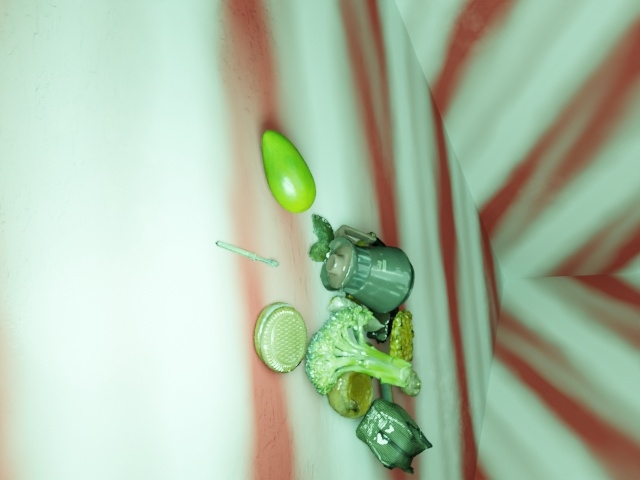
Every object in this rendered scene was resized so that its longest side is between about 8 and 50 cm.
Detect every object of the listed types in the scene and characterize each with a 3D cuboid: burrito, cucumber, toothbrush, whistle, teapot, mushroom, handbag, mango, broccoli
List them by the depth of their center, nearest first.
[{"bbox_3d":[-0.258,0.052,1.512,0.294,0.028,0.026,23,65,-43],"label":"toothbrush"},{"bbox_3d":[-0.132,-0.263,1.620,0.343,0.156,0.192,63,33,-18],"label":"mango"},{"bbox_3d":[0.116,0.476,1.626,0.397,0.353,0.275,49,10,26],"label":"broccoli"},{"bbox_3d":[0.190,0.111,1.823,0.362,0.305,0.376,20,46,-30],"label":"teapot"},{"bbox_3d":[0.153,0.342,1.917,0.392,0.117,0.076,36,43,-43],"label":"burrito"},{"bbox_3d":[0.346,0.915,1.941,0.247,0.240,0.341,-53,132,-6],"label":"handbag"},{"bbox_3d":[0.337,0.781,2.129,0.068,0.057,0.326,-4,88,-49],"label":"whistle"},{"bbox_3d":[0.324,0.041,2.228,0.245,0.067,0.067,40,54,-40],"label":"cucumber"},{"bbox_3d":[0.493,0.780,2.287,0.148,0.112,0.147,12,76,-60],"label":"mushroom"}]

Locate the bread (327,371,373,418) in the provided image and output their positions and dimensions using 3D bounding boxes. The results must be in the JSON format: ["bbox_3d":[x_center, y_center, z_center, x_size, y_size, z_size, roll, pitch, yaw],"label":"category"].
[{"bbox_3d":[0.120,0.647,1.813,0.244,0.134,0.244,8,79,-48],"label":"bread"}]

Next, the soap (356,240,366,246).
[{"bbox_3d":[0.188,0.051,2.068,0.140,0.045,0.088,-31,105,-50],"label":"soap"}]

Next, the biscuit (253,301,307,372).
[{"bbox_3d":[-0.142,0.360,1.563,0.259,0.079,0.259,12,75,-51],"label":"biscuit"}]

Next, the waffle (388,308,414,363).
[{"bbox_3d":[0.418,0.543,2.173,0.382,0.095,0.379,22,74,-69],"label":"waffle"}]

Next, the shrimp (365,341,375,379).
[{"bbox_3d":[0.206,0.607,1.998,0.296,0.058,0.169,-41,109,-51],"label":"shrimp"}]

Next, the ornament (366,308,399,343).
[{"bbox_3d":[0.339,0.417,2.171,0.260,0.106,0.251,41,59,-58],"label":"ornament"}]

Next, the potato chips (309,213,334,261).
[{"bbox_3d":[0.004,-0.001,1.853,0.202,0.029,0.219,50,46,-39],"label":"potato chips"}]

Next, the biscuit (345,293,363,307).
[{"bbox_3d":[0.194,0.207,2.017,0.208,0.041,0.290,29,72,-46],"label":"biscuit"}]
